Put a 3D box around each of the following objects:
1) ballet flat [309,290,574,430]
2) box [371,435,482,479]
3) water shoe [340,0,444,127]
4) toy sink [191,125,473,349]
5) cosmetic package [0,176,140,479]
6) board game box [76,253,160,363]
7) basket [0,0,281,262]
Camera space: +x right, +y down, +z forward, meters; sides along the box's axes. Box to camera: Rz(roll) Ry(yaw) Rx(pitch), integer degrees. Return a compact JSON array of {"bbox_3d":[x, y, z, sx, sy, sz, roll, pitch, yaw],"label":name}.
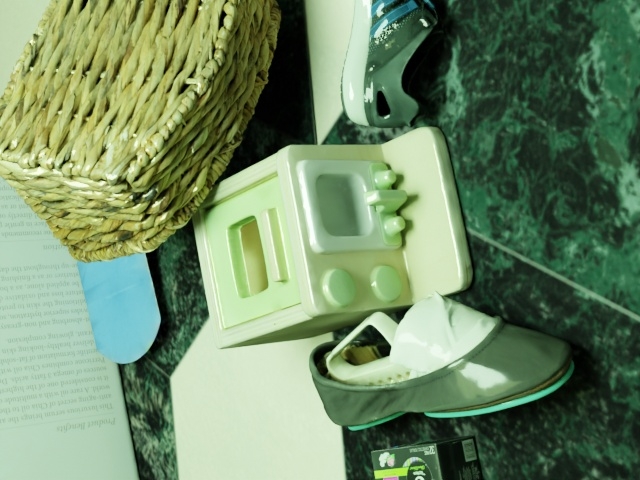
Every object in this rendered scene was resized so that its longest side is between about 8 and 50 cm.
[{"bbox_3d":[0.081,0.102,1.034,0.280,0.095,0.096,-22,107,48],"label":"ballet flat"},{"bbox_3d":[0.094,0.207,1.073,0.083,0.052,0.062,-19,77,47],"label":"box"},{"bbox_3d":[0.072,-0.198,1.075,0.080,0.073,0.203,8,93,15],"label":"water shoe"},{"bbox_3d":[0.000,0.000,1.109,0.234,0.131,0.153,-20,77,48],"label":"toy sink"},{"bbox_3d":[-0.387,0.131,1.503,0.161,0.230,0.453,-25,73,48],"label":"cosmetic package"},{"bbox_3d":[-0.229,0.060,1.463,0.133,0.033,0.168,-23,78,42],"label":"board game box"},{"bbox_3d":[-0.149,-0.135,1.200,0.213,0.223,0.299,10,64,22],"label":"basket"}]
